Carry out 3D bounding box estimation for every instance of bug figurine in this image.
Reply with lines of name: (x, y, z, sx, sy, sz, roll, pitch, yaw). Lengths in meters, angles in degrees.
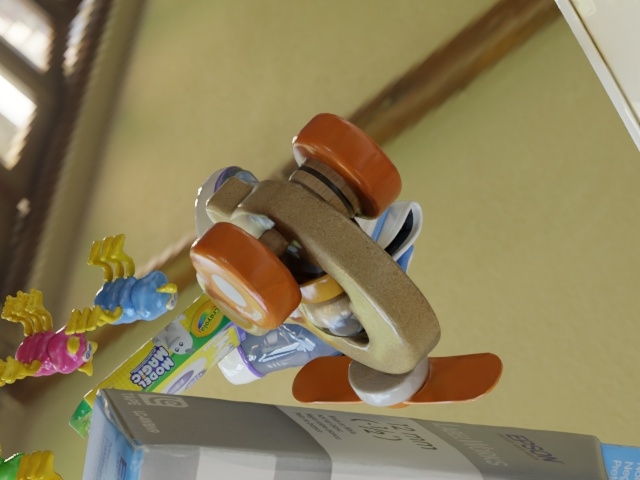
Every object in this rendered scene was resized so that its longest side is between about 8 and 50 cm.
bug figurine: (-0.212, 0.138, 1.334, 0.216, 0.072, 0.279, -9, -122, 46)

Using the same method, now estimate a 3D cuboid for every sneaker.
sneaker: (0.000, 0.000, 1.682, 0.236, 0.130, 0.322, -24, -146, 14)

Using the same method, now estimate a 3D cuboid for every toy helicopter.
toy helicopter: (-0.006, 0.046, 1.257, 0.140, 0.235, 0.355, -48, -167, -16)

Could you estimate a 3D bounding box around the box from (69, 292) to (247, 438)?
box: (-0.148, 0.123, 1.482, 0.179, 0.043, 0.105, -40, 167, -8)

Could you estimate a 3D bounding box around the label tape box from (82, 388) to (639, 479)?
label tape box: (0.046, 0.220, 0.800, 0.115, 0.348, 0.249, -153, -108, -72)

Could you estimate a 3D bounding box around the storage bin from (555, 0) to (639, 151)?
storage bin: (0.326, -0.176, 1.153, 0.260, 0.262, 0.123, -40, -161, -23)
